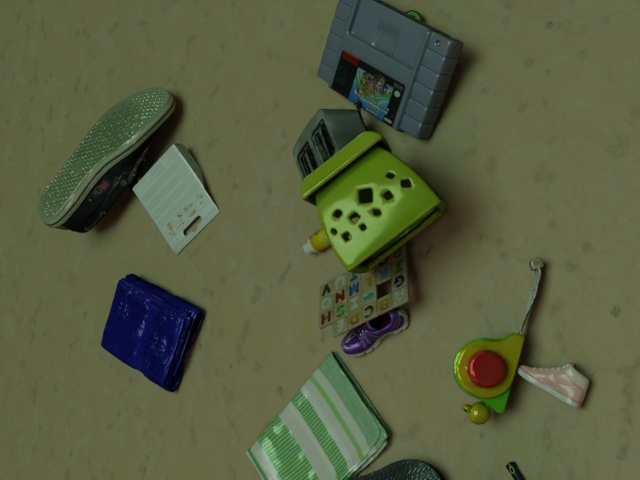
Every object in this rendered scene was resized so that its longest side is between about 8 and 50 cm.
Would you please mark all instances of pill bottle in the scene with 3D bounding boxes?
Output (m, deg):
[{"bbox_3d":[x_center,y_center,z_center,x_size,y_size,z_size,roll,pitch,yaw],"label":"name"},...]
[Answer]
[{"bbox_3d":[0.000,0.000,2.037,0.083,0.043,0.043,-35,59,28],"label":"pill bottle"}]

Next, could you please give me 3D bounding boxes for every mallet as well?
[{"bbox_3d":[0.381,0.488,1.616,0.062,0.039,0.190,-49,50,15],"label":"mallet"}]

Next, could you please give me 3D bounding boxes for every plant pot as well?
[{"bbox_3d":[0.098,-0.080,1.793,0.228,0.227,0.207,-38,81,6],"label":"plant pot"}]

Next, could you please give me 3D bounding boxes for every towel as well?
[{"bbox_3d":[-0.448,0.230,2.325,0.308,0.076,0.228,22,93,40],"label":"towel"},{"bbox_3d":[-0.012,0.440,1.944,0.325,0.038,0.248,-51,52,18],"label":"towel"}]

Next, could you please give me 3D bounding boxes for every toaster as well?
[{"bbox_3d":[0.034,-0.192,1.986,0.168,0.110,0.186,-50,50,45],"label":"toaster"}]

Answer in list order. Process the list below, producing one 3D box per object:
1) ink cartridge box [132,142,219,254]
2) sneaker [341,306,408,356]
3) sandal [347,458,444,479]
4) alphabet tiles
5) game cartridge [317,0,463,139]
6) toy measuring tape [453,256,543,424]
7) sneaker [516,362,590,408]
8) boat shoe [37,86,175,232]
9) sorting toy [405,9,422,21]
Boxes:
[{"bbox_3d":[-0.373,-0.109,2.378,0.189,0.066,0.232,-43,77,23],"label":"ink cartridge box"},{"bbox_3d":[0.103,0.184,1.891,0.170,0.071,0.068,-37,58,27],"label":"sneaker"},{"bbox_3d":[0.141,0.496,1.797,0.254,0.054,0.097,-19,58,35],"label":"sandal"},{"bbox_3d":[0.089,0.096,1.916,0.237,0.009,0.198,-29,40,29],"label":"alphabet tiles"},{"bbox_3d":[0.138,-0.391,1.973,0.355,0.068,0.230,39,118,38],"label":"game cartridge"},{"bbox_3d":[0.322,0.179,1.684,0.121,0.121,0.330,12,82,40],"label":"toy measuring tape"},{"bbox_3d":[0.425,0.243,1.628,0.134,0.051,0.070,29,96,37],"label":"sneaker"},{"bbox_3d":[-0.570,-0.217,2.491,0.500,0.156,0.187,-48,48,6],"label":"boat shoe"},{"bbox_3d":[0.183,-0.474,2.013,0.102,0.042,0.061,-31,76,17],"label":"sorting toy"}]
